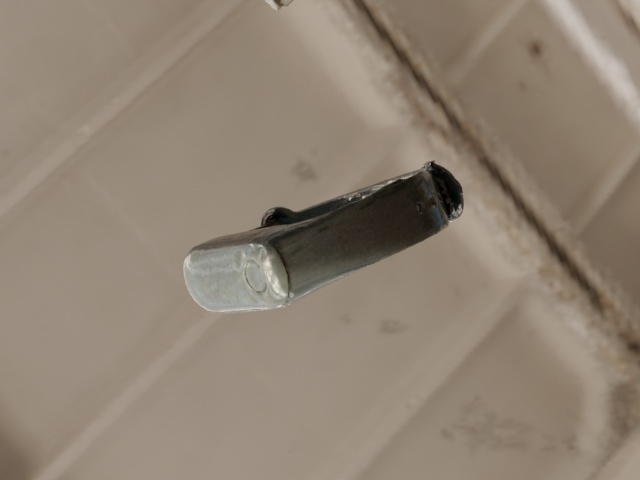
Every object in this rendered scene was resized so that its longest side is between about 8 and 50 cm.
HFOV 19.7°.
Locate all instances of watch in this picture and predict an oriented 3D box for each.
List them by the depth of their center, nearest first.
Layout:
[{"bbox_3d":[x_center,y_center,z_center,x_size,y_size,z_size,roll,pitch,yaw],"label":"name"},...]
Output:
[{"bbox_3d":[0.000,0.000,1.451,0.193,0.206,0.068,-23,-86,-32],"label":"watch"}]

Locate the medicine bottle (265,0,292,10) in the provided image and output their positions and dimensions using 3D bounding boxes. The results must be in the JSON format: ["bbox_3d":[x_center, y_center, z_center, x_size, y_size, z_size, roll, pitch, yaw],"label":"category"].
[{"bbox_3d":[-0.022,-0.196,0.647,0.171,0.052,0.201,-43,-119,-8],"label":"medicine bottle"}]
